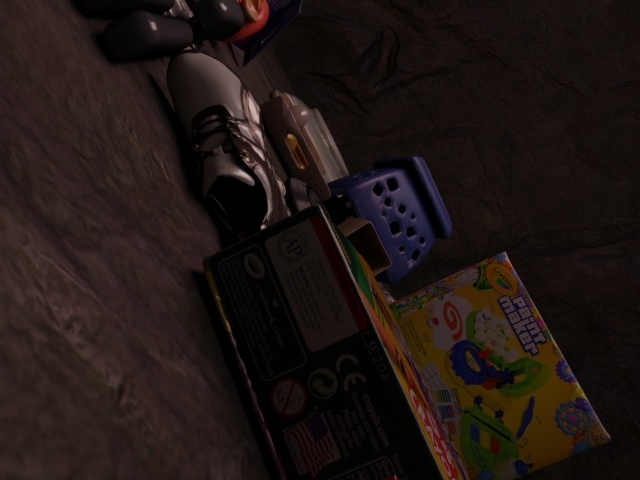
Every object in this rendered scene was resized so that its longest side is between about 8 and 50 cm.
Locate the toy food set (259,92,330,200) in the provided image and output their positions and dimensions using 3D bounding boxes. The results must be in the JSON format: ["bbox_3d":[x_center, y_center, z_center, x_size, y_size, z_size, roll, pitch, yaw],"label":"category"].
[{"bbox_3d":[-0.040,-0.214,1.222,0.220,0.092,0.306,62,8,-14],"label":"toy food set"}]

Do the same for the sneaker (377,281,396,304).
[{"bbox_3d":[0.169,0.180,1.265,0.105,0.115,0.281,57,10,-45],"label":"sneaker"}]

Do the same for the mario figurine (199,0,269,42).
[{"bbox_3d":[-0.158,-0.450,0.875,0.320,0.170,0.198,31,37,-74],"label":"mario figurine"}]

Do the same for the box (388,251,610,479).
[{"bbox_3d":[0.226,0.220,0.875,0.290,0.279,0.177,68,8,22],"label":"box"}]

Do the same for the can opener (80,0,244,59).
[{"bbox_3d":[-0.142,-0.222,0.541,0.280,0.093,0.074,-82,147,-69],"label":"can opener"}]

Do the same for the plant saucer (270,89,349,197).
[{"bbox_3d":[-0.008,-0.259,1.601,0.401,0.100,0.400,62,7,-14],"label":"plant saucer"}]

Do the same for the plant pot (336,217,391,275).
[{"bbox_3d":[0.058,0.016,1.116,0.109,0.109,0.096,61,-5,-27],"label":"plant pot"}]

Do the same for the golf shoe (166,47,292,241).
[{"bbox_3d":[-0.083,-0.084,0.506,0.198,0.077,0.094,63,7,-5],"label":"golf shoe"}]

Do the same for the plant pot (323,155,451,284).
[{"bbox_3d":[0.145,-0.062,1.280,0.236,0.212,0.236,62,-16,-14],"label":"plant pot"}]

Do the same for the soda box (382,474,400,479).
[{"bbox_3d":[0.038,0.233,0.193,0.083,0.092,0.263,59,8,-41],"label":"soda box"}]

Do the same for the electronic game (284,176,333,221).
[{"bbox_3d":[0.000,0.000,0.933,0.229,0.048,0.229,62,9,-17],"label":"electronic game"}]

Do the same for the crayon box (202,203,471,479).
[{"bbox_3d":[0.059,0.178,0.494,0.363,0.106,0.313,66,7,13],"label":"crayon box"}]

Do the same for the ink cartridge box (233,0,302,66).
[{"bbox_3d":[-0.118,-0.529,1.176,0.065,0.185,0.311,26,49,-39],"label":"ink cartridge box"}]
